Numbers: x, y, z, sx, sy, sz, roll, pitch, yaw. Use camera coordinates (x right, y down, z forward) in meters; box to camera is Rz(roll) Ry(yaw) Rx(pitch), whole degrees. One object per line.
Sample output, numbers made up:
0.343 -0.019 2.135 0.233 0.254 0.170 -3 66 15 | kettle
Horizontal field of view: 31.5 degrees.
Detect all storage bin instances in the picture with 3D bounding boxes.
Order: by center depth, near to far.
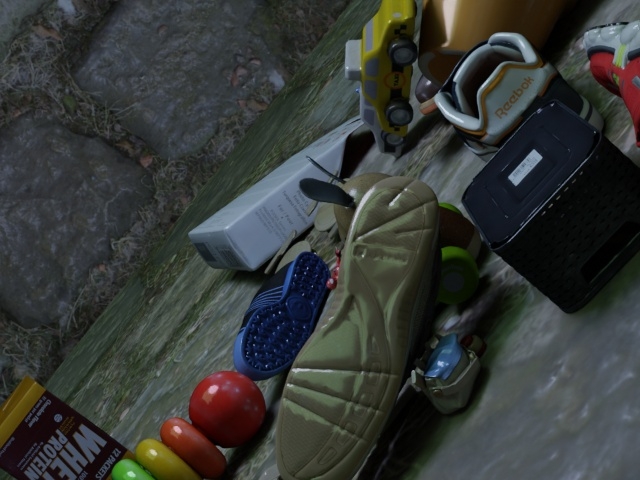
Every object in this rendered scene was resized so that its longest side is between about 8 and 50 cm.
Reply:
0.197 -0.034 0.938 0.122 0.084 0.180 -48 14 11 | storage bin

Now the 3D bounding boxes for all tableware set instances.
0.000 0.000 1.620 0.194 0.039 0.128 -55 24 6 | tableware set

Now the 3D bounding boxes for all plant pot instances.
0.206 -0.283 1.399 0.205 0.205 0.187 -19 49 66 | plant pot

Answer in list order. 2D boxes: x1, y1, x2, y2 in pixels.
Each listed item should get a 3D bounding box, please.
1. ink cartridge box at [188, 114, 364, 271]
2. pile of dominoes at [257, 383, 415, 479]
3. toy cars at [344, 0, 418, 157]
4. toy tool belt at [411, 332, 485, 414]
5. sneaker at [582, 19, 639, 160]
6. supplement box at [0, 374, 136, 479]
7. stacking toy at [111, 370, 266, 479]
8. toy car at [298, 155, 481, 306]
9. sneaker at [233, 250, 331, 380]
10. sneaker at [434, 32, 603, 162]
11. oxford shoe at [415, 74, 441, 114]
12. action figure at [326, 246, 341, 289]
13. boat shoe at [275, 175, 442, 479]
-0.027 -0.091 1.946 0.385 0.091 0.308 -36 9 -14 | ink cartridge box
-0.020 0.245 1.053 0.251 0.040 0.196 -48 10 -26 | pile of dominoes
0.078 -0.217 1.503 0.393 0.087 0.176 55 -142 -86 | toy cars
0.105 0.100 0.944 0.052 0.051 0.083 -37 19 46 | toy tool belt
0.267 -0.113 0.896 0.279 0.107 0.118 -51 -37 -82 | sneaker
-0.410 0.321 1.755 0.129 0.194 0.191 -54 13 -14 | supplement box
-0.184 0.284 1.282 0.330 0.141 0.141 -47 12 -13 | stacking toy
0.049 -0.007 1.124 0.149 0.188 0.155 -47 13 16 | toy car
-0.059 0.108 1.437 0.090 0.081 0.232 -44 7 39 | sneaker
0.192 -0.155 1.208 0.126 0.127 0.321 -51 11 3 | sneaker
0.213 -0.330 1.596 0.363 0.133 0.130 -57 15 -24 | oxford shoe
0.037 0.019 1.462 0.038 0.030 0.115 -25 30 52 | action figure
0.047 0.088 0.988 0.103 0.092 0.285 10 76 30 | boat shoe
